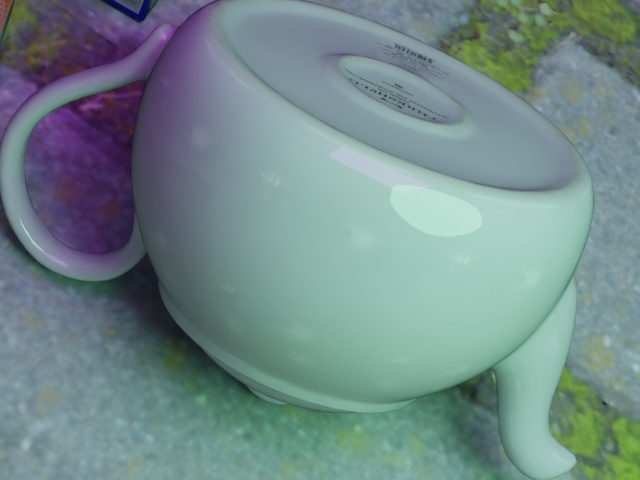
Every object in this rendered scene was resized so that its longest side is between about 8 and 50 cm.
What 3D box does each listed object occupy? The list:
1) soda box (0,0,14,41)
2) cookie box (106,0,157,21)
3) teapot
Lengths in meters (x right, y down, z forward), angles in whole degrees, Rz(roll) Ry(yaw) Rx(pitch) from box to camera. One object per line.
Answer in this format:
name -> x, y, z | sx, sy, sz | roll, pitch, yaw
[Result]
soda box -> -0.209, -0.082, 0.858 | 0.058, 0.063, 0.183 | 19, 56, -11
cookie box -> -0.119, -0.200, 0.976 | 0.092, 0.040, 0.107 | 30, 55, -3
teapot -> 0.000, 0.000, 0.833 | 0.252, 0.187, 0.256 | 3, 32, -42
